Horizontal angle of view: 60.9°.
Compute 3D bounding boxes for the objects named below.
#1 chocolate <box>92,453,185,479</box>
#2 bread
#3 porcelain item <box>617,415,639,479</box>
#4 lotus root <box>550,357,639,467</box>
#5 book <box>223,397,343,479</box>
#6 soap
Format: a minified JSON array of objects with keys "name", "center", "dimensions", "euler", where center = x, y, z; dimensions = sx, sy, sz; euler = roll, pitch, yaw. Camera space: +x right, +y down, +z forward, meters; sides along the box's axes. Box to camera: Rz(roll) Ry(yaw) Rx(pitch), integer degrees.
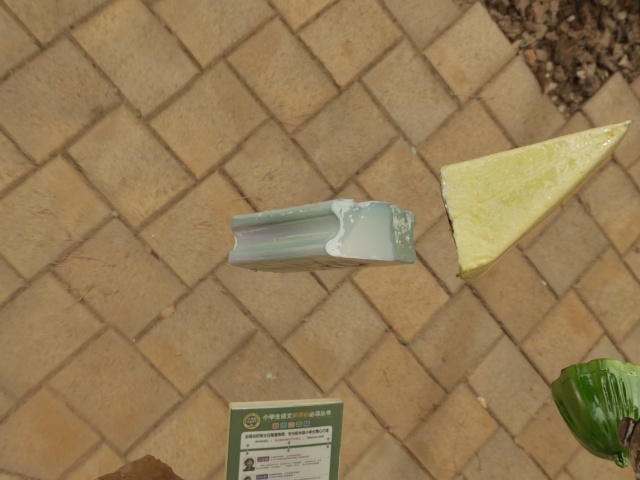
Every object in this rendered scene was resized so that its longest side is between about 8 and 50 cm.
[{"name":"chocolate","center":[-0.157,0.360,0.454],"dimensions":[0.111,0.111,0.322],"euler":[-2,100,-60]},{"name":"bread","center":[0.308,-0.045,0.775],"dimensions":[0.263,0.167,0.163],"euler":[-13,80,18]},{"name":"porcelain item","center":[0.555,0.247,0.768],"dimensions":[0.186,0.138,0.288],"euler":[28,68,7]},{"name":"lotus root","center":[0.532,0.336,0.998],"dimensions":[0.186,0.186,0.186],"euler":[0,91,-17]},{"name":"book","center":[-0.064,0.404,0.926],"dimensions":[0.201,0.027,0.265],"euler":[3,92,-19]},{"name":"soap","center":[0.000,0.000,0.940],"dimensions":[0.172,0.289,0.095],"euler":[12,75,-52]}]
